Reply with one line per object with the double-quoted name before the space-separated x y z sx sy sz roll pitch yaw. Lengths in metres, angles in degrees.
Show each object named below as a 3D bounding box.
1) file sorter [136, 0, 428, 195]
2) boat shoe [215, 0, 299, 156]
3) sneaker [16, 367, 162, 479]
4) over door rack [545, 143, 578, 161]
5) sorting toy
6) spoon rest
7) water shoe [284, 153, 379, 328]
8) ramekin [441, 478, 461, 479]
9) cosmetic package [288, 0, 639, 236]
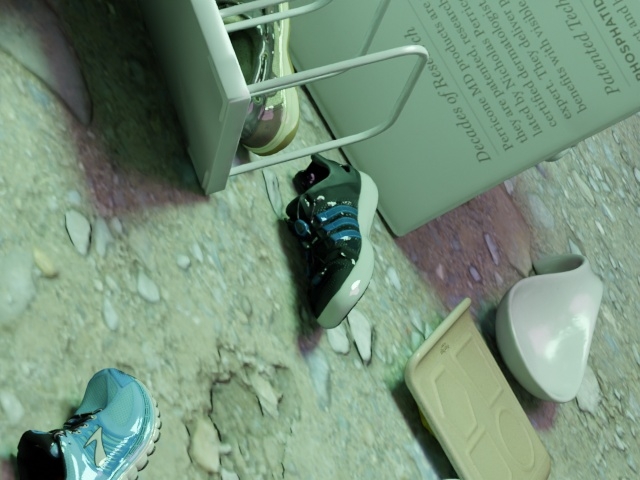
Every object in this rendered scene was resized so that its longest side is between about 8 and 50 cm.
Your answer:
"file sorter" -0.051 -0.216 1.322 0.193 0.173 0.278 117 -46 -69
"boat shoe" -0.073 -0.185 1.448 0.073 0.080 0.224 25 48 -58
"sneaker" -0.151 0.132 1.024 0.073 0.063 0.162 46 30 -23
"over door rack" 0.259 -0.289 2.119 0.239 0.108 0.324 47 30 -30
"sorting toy" 0.149 0.177 1.560 0.208 0.038 0.193 64 26 -6
"spoon rest" 0.256 0.080 1.787 0.137 0.084 0.276 57 26 -11
"water shoe" 0.000 0.000 1.438 0.080 0.073 0.203 29 32 -14
"ramekin" 0.087 0.327 1.185 0.277 0.135 0.277 42 33 -36
"cosmetic package" 0.199 -0.268 1.661 0.327 0.393 0.329 58 26 -6
